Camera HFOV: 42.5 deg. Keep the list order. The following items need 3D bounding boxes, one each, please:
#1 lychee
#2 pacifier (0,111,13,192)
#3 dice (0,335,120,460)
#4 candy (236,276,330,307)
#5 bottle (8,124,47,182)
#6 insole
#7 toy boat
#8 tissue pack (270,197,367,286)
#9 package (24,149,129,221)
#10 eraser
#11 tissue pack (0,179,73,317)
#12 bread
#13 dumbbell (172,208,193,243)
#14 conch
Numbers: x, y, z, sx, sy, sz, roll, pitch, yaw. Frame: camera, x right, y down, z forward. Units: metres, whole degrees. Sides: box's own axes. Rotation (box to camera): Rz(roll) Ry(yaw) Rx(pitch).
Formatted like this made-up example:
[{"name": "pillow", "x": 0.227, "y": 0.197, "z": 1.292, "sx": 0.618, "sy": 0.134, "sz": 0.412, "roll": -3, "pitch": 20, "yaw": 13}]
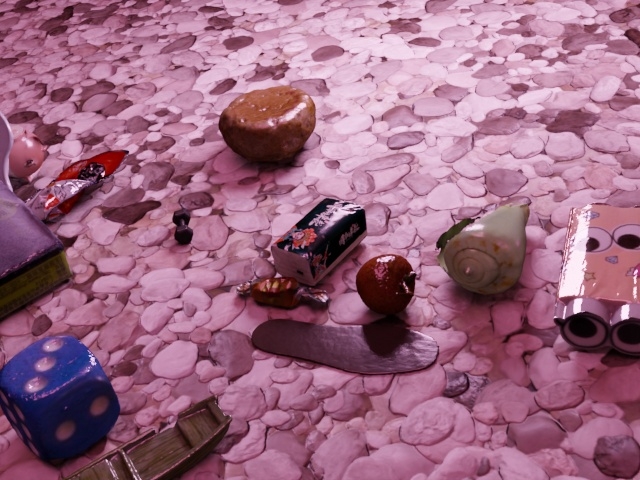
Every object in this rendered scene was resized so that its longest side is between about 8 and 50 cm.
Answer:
[{"name": "lychee", "x": 0.117, "y": 0.080, "z": 1.393, "sx": 0.114, "sy": 0.101, "sz": 0.140, "roll": -27, "pitch": 39, "yaw": -34}, {"name": "pacifier", "x": -0.788, "y": -0.166, "z": 1.771, "sx": 0.238, "sy": 0.287, "sz": 0.226, "roll": 8, "pitch": 5, "yaw": 12}, {"name": "dice", "x": -0.409, "y": 0.245, "z": 1.287, "sx": 0.146, "sy": 0.143, "sz": 0.146, "roll": -34, "pitch": 42, "yaw": -32}, {"name": "candy", "x": -0.073, "y": 0.089, "z": 1.475, "sx": 0.182, "sy": 0.046, "sz": 0.053, "roll": 5, "pitch": 39, "yaw": 23}, {"name": "bottle", "x": -0.762, "y": -0.207, "z": 1.942, "sx": 0.236, "sy": 0.148, "sz": 0.147, "roll": 3, "pitch": 40, "yaw": 14}, {"name": "insole", "x": 0.035, "y": 0.174, "z": 1.374, "sx": 0.327, "sy": 0.007, "sz": 0.111, "roll": 5, "pitch": 40, "yaw": 20}, {"name": "toy boat", "x": -0.266, "y": 0.329, "z": 1.215, "sx": 0.293, "sy": 0.055, "sz": 0.093, "roll": -26, "pitch": 41, "yaw": -19}, {"name": "tissue pack", "x": 0.000, "y": -0.001, "z": 1.534, "sx": 0.103, "sy": 0.090, "sz": 0.170, "roll": 18, "pitch": 46, "yaw": 36}, {"name": "package", "x": -0.565, "y": -0.118, "z": 1.849, "sx": 0.194, "sy": 0.071, "sz": 0.269, "roll": 4, "pitch": 33, "yaw": 27}, {"name": "eraser", "x": 0.483, "y": 0.055, "z": 1.347, "sx": 0.171, "sy": 0.087, "sz": 0.290, "roll": 4, "pitch": 40, "yaw": 21}, {"name": "tissue pack", "x": -0.723, "y": 0.067, "z": 1.592, "sx": 0.394, "sy": 0.124, "sz": 0.288, "roll": -33, "pitch": 50, "yaw": -26}, {"name": "bread", "x": -0.114, "y": -0.260, "z": 1.865, "sx": 0.230, "sy": 0.123, "sz": 0.230, "roll": -10, "pitch": 33, "yaw": 6}, {"name": "dumbbell", "x": -0.283, "y": -0.030, "z": 1.685, "sx": 0.040, "sy": 0.036, "sz": 0.083, "roll": -16, "pitch": 38, "yaw": -3}, {"name": "conch", "x": 0.283, "y": 0.002, "z": 1.441, "sx": 0.137, "sy": 0.143, "sz": 0.250, "roll": 36, "pitch": 28, "yaw": -8}]
